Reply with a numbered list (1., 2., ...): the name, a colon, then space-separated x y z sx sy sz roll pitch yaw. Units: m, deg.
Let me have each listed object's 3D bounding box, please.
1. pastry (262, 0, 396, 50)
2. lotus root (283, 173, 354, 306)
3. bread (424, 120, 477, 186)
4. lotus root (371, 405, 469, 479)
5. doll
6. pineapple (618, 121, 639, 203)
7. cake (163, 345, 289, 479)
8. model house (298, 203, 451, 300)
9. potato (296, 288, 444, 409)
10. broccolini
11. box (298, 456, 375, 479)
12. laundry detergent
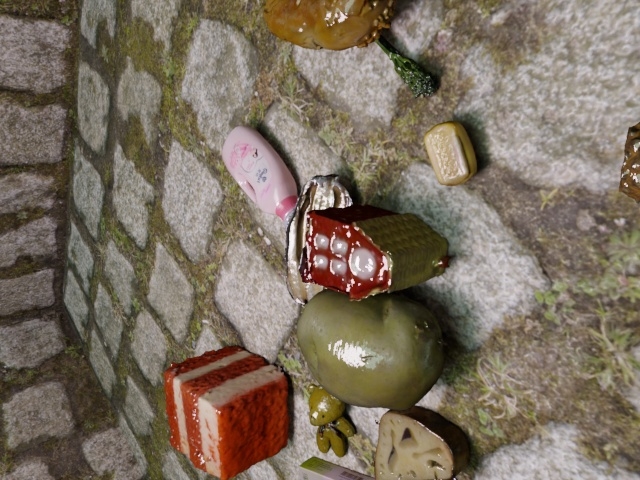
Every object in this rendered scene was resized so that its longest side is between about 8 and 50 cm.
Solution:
1. pastry: 0.031 -0.484 0.866 0.310 0.161 0.255 22 94 40
2. lotus root: 0.000 -0.001 1.077 0.166 0.078 0.330 11 110 6
3. bread: 0.238 -0.157 0.813 0.082 0.056 0.115 -23 88 50
4. lotus root: 0.198 0.448 0.989 0.260 0.074 0.170 -27 79 47
5. doll: 0.015 0.476 1.173 0.137 0.097 0.210 3 107 40
6. pineapple: 0.498 -0.089 0.532 0.237 0.111 0.119 9 136 39
7. cake: -0.277 0.505 1.352 0.319 0.269 0.270 10 107 46
8. model house: 0.112 0.024 0.889 0.253 0.195 0.160 13 107 43
9. potato: 0.096 0.219 0.932 0.326 0.220 0.244 10 105 40
10. broccolini: 0.137 -0.359 0.879 0.239 0.051 0.054 54 141 26
11. box: 0.059 0.699 1.201 0.260 0.062 0.175 -10 93 48
12. laundry detergent: -0.139 -0.151 1.183 0.335 0.087 0.159 51 132 24
